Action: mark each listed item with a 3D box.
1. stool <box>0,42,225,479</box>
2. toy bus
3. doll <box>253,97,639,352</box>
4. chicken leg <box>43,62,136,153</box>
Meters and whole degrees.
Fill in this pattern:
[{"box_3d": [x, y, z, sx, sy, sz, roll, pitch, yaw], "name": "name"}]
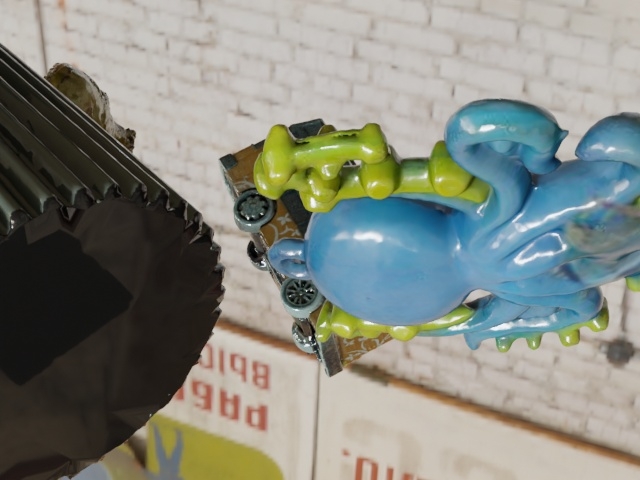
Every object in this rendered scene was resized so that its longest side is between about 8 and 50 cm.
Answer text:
[{"box_3d": [-0.286, -0.006, 0.955, 0.297, 0.297, 0.330, -24, -131, -31], "name": "stool"}, {"box_3d": [0.000, 0.000, 1.429, 0.167, 0.138, 0.275, -28, -118, -7], "name": "toy bus"}, {"box_3d": [0.113, -0.015, 0.847, 0.341, 0.346, 0.099, -11, -119, 18], "name": "doll"}, {"box_3d": [-0.247, -0.137, 1.279, 0.070, 0.178, 0.093, -32, -115, 10], "name": "chicken leg"}]
